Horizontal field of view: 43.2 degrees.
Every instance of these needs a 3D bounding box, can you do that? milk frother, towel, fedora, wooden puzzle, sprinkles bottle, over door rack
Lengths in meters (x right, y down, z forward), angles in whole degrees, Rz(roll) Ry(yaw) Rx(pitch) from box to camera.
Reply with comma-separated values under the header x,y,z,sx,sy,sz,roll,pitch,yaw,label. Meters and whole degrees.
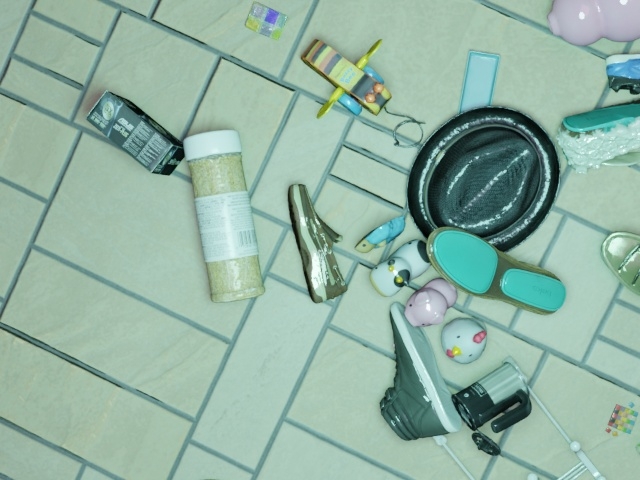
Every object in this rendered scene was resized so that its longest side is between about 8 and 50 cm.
x,y,z,sx,sy,sz,roll,pitch,yaw,label
0.355,0.344,1.630,0.135,0.143,0.129,-29,52,-10,milk frother
-0.117,-0.473,1.745,0.083,0.009,0.060,26,93,4,towel
0.336,-0.112,1.640,0.334,0.152,0.334,1,97,4,fedora
0.641,0.379,1.714,0.049,0.006,0.083,21,94,4,wooden puzzle
-0.203,-0.050,1.711,0.121,0.121,0.355,-9,91,5,sprinkles bottle
0.406,0.447,1.687,0.239,0.108,0.324,-38,88,4,over door rack

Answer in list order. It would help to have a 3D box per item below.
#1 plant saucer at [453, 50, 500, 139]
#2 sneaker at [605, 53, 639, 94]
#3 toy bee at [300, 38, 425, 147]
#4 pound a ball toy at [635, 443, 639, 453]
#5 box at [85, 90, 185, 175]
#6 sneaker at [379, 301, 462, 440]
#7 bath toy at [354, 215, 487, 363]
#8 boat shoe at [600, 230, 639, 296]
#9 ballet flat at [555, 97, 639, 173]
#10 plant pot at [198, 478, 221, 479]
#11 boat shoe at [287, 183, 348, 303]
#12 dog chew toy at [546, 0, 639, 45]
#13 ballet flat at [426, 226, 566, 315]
x,y,z,sx,sy,sz,roll,pitch,yaw,label
0.330,-0.300,1.711,0.067,0.018,0.192,10,92,4,plant saucer
0.667,-0.341,1.659,0.152,0.058,0.084,-3,86,9,sneaker
0.090,-0.323,1.659,0.298,0.162,0.195,18,92,4,toy bee
0.810,0.490,1.640,0.319,0.136,0.208,26,94,4,pound a ball toy
-0.382,-0.223,1.708,0.180,0.147,0.077,39,95,3,box
0.171,0.284,1.697,0.147,0.104,0.295,-30,71,25,sneaker
0.220,0.112,1.668,0.151,0.129,0.348,-39,90,-12,bath toy
0.704,0.072,1.650,0.302,0.103,0.113,31,107,2,boat shoe
0.685,-0.234,1.645,0.409,0.147,0.147,-14,91,8,ballet flat
-0.249,0.676,1.702,0.291,0.203,0.290,0,91,5,plant pot
-0.001,0.000,1.721,0.095,0.095,0.257,-14,97,-8,boat shoe
0.615,-0.489,1.598,0.332,0.206,0.206,-19,90,14,dog chew toy
0.335,0.062,1.636,0.342,0.124,0.116,19,86,-21,ballet flat
